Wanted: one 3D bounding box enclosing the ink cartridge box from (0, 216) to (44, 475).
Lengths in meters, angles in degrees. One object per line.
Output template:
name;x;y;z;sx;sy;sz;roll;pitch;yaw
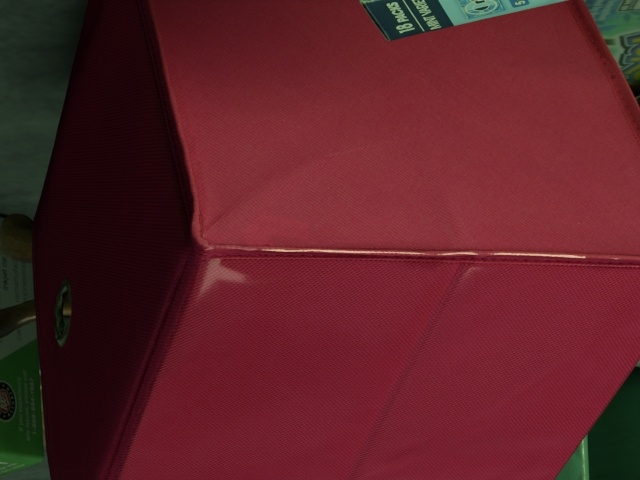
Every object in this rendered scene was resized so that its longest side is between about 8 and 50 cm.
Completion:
ink cartridge box;-0.348;0.066;1.090;0.117;0.201;0.278;-19;157;32

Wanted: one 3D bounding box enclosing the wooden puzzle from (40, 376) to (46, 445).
wooden puzzle;-0.278;0.172;1.658;0.348;0.080;0.322;-9;163;-3

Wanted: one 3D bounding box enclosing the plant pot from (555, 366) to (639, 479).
plant pot;0.274;0.228;1.733;0.252;0.247;0.248;-15;161;43

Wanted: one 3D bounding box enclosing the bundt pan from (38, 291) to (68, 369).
bundt pan;-0.102;0.132;1.311;0.331;0.124;0.331;31;162;11

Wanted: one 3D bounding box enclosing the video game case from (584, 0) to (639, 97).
video game case;0.278;-0.117;0.978;0.300;0.036;0.329;-4;162;-5

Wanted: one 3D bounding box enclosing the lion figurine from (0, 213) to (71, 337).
lion figurine;-0.050;0.038;1.042;0.240;0.142;0.392;13;-161;19

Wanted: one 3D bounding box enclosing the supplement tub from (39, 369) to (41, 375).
supplement tub;-0.254;0.103;1.449;0.071;0.071;0.107;-10;161;14

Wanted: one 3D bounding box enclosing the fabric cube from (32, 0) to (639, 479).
fabric cube;0.000;0.000;0.782;0.259;0.254;0.258;2;138;-21

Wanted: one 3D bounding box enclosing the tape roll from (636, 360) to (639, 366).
tape roll;0.422;0.077;1.562;0.219;0.072;0.219;-5;163;-1

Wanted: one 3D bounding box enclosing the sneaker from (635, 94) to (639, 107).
sneaker;0.205;-0.031;1.003;0.281;0.106;0.162;-15;163;28

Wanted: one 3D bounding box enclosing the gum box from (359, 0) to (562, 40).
gum box;0.100;-0.172;0.558;0.184;0.157;0.041;-11;161;17
